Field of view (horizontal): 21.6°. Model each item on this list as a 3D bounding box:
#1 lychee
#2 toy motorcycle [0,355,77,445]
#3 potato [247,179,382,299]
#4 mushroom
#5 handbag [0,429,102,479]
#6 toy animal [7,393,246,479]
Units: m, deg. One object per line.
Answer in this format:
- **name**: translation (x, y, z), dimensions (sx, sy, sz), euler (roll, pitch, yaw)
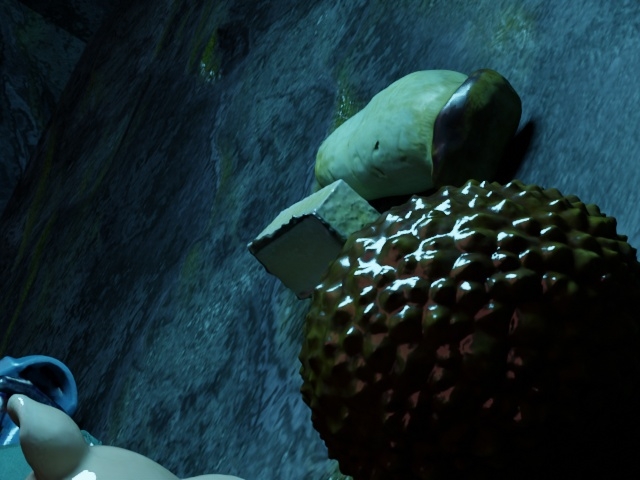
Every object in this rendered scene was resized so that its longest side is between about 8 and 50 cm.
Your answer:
- **lychee**: translation (0.080, 0.060, 0.966), dimensions (0.238, 0.200, 0.200), euler (-19, 40, 45)
- **toy motorcycle**: translation (-0.379, 0.274, 1.962), dimensions (0.232, 0.172, 0.416), euler (-40, 30, 10)
- **potato**: translation (0.001, -0.001, 1.485), dimensions (0.122, 0.086, 0.061), euler (-30, 22, 54)
- **mushroom**: translation (0.073, -0.088, 1.434), dimensions (0.107, 0.087, 0.333), euler (-62, 15, -9)
- **handbag**: translation (-0.311, 0.333, 1.685), dimensions (0.274, 0.100, 0.269), euler (-19, 44, 39)
- **toy animal**: translation (-0.154, 0.272, 1.251), dimensions (0.326, 0.237, 0.269), euler (-22, 48, 56)
